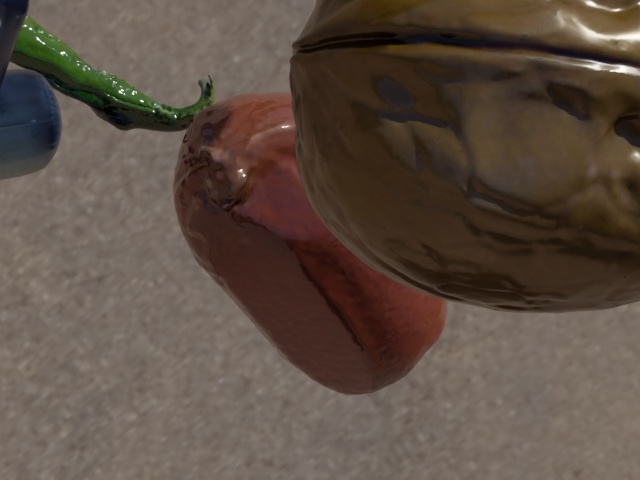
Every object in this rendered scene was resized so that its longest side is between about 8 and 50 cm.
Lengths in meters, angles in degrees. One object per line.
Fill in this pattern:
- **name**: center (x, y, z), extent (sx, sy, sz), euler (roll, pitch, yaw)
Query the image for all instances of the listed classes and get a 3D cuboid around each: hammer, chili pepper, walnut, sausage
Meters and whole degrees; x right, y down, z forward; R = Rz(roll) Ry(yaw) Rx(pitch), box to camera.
- **hammer**: center (-0.202, -0.098, 0.971), extent (0.116, 0.194, 0.069), euler (-10, 67, -25)
- **chili pepper**: center (-0.283, -0.201, 1.684), extent (0.359, 0.076, 0.085), euler (26, 68, -14)
- **walnut**: center (0.085, -0.055, 0.626), extent (0.207, 0.167, 0.167), euler (6, 58, -24)
- **sausage**: center (0.000, 0.000, 1.084), extent (0.148, 0.148, 0.254), euler (-75, 147, -42)
